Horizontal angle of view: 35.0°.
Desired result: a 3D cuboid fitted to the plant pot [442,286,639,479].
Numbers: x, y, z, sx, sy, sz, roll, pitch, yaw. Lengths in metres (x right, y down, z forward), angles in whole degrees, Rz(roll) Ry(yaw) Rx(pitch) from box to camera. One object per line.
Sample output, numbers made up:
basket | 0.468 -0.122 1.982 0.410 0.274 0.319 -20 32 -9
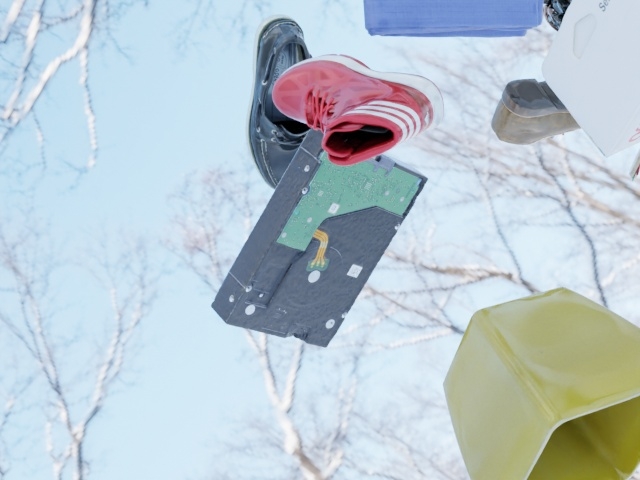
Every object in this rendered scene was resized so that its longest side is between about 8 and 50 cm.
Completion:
plant pot | 0.264 0.177 1.180 0.212 0.187 0.212 -12 -42 -27

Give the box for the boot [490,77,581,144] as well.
boot | 0.469 -0.251 1.993 0.306 0.112 0.115 -3 -38 -23

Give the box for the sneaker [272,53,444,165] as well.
sneaker | 0.011 -0.144 1.106 0.128 0.221 0.087 -35 -57 -45

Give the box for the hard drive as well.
hard drive | 0.000 0.000 1.616 0.237 0.064 0.338 18 -72 -44

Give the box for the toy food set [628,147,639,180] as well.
toy food set | 0.655 -0.162 2.084 0.083 0.020 0.082 -69 -11 19

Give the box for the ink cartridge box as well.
ink cartridge box | 0.291 -0.169 0.740 0.220 0.092 0.160 -25 -22 -14

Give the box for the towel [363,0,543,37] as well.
towel | 0.150 -0.408 1.194 0.243 0.040 0.335 -6 -83 -23

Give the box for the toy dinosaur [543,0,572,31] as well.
toy dinosaur | 0.425 -0.396 1.651 0.322 0.218 0.164 33 -85 -19

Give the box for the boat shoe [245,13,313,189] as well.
boat shoe | -0.058 -0.229 1.841 0.127 0.113 0.339 -6 -62 -22
